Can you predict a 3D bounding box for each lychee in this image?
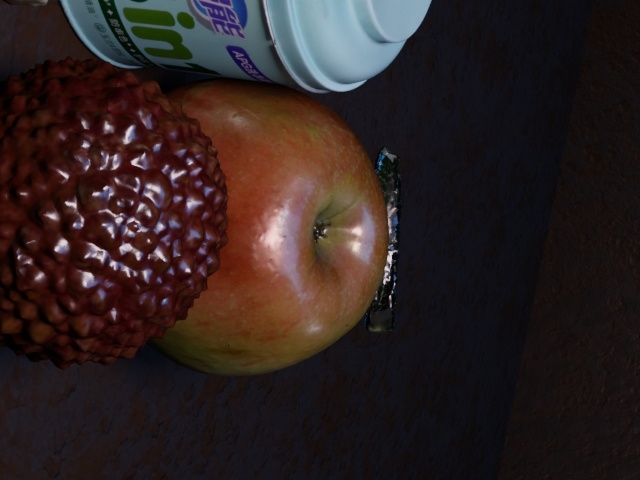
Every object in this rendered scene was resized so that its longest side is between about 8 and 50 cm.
[{"bbox_3d":[-0.209,-0.022,1.022,0.300,0.264,0.264,180,-78,-71],"label":"lychee"}]

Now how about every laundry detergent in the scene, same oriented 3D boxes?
[{"bbox_3d":[-0.055,-0.294,1.165,0.287,0.305,0.287,-34,130,-56],"label":"laundry detergent"}]

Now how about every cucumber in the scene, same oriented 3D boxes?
[{"bbox_3d":[0.088,-0.002,1.648,0.044,0.043,0.256,33,59,-78],"label":"cucumber"}]

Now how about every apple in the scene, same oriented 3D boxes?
[{"bbox_3d":[-0.075,-0.014,1.264,0.319,0.277,0.319,-29,124,-57],"label":"apple"}]

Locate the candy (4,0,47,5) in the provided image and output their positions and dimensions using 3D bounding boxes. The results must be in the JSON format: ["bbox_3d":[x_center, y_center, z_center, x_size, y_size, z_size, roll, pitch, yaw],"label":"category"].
[{"bbox_3d":[-0.231,-0.352,0.928,0.179,0.135,0.320,88,20,-74],"label":"candy"}]
